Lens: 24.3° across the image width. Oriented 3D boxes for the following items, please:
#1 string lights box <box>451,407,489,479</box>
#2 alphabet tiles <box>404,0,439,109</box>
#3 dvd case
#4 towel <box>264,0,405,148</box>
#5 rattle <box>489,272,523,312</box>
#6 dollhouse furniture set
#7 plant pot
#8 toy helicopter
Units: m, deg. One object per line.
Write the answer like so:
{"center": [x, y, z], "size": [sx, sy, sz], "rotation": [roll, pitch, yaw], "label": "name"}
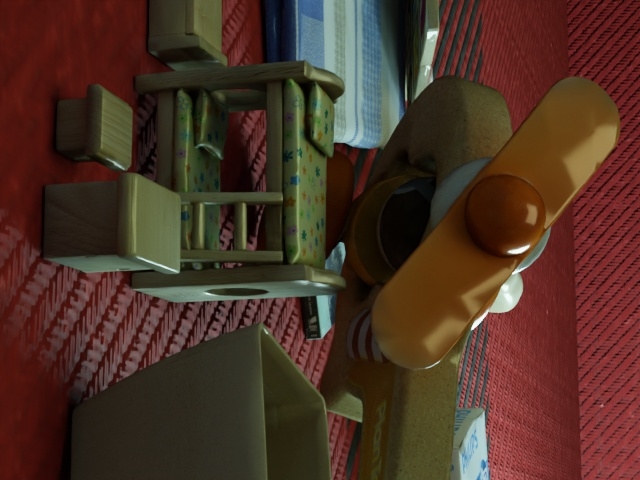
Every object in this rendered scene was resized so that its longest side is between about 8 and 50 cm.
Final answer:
{"center": [0.099, 0.278, 1.213], "size": [0.133, 0.077, 0.259], "rotation": [-25, 111, -73], "label": "string lights box"}
{"center": [0.078, -0.278, 1.200], "size": [0.285, 0.011, 0.342], "rotation": [96, -6, -69], "label": "alphabet tiles"}
{"center": [0.000, 0.000, 1.038], "size": [0.087, 0.013, 0.119], "rotation": [-42, 126, -70], "label": "dvd case"}
{"center": [0.013, -0.173, 1.084], "size": [0.285, 0.034, 0.209], "rotation": [-6, 95, -72], "label": "towel"}
{"center": [0.089, 0.062, 1.243], "size": [0.199, 0.130, 0.142], "rotation": [128, -24, -74], "label": "rattle"}
{"center": [-0.051, -0.071, 0.711], "size": [0.161, 0.101, 0.181], "rotation": [29, 59, -71], "label": "dollhouse furniture set"}
{"center": [-0.054, 0.112, 0.665], "size": [0.109, 0.096, 0.109], "rotation": [58, 24, -60], "label": "plant pot"}
{"center": [0.060, 0.058, 0.792], "size": [0.235, 0.140, 0.355], "rotation": [-48, -152, 49], "label": "toy helicopter"}
